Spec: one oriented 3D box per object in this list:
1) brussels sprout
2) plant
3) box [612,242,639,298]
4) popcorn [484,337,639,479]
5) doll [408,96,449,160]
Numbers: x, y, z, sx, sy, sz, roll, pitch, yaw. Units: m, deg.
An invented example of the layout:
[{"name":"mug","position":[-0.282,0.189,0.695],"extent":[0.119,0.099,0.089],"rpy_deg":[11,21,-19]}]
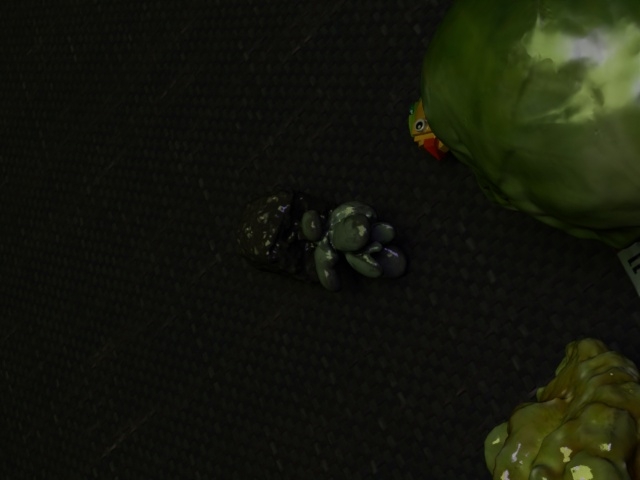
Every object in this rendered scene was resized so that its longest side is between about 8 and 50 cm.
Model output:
[{"name":"brussels sprout","position":[0.308,-0.185,1.097],"extent":[0.425,0.361,0.342],"rpy_deg":[11,75,60]},{"name":"plant","position":[-0.002,-0.001,1.499],"extent":[0.274,0.146,0.149],"rpy_deg":[9,82,40]},{"name":"box","position":[0.434,0.013,1.214],"extent":[0.115,0.036,0.177],"rpy_deg":[-38,59,27]},{"name":"popcorn","position":[0.329,0.277,1.079],"extent":[0.279,0.335,0.274],"rpy_deg":[43,116,6]},{"name":"doll","position":[0.209,-0.201,1.403],"extent":[0.186,0.106,0.134],"rpy_deg":[-38,52,27]}]
